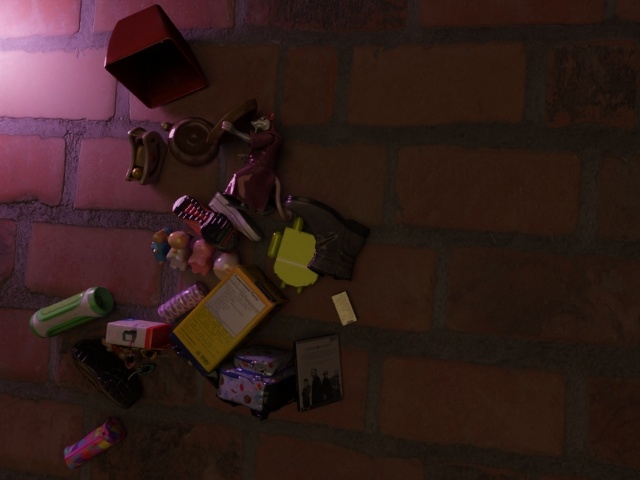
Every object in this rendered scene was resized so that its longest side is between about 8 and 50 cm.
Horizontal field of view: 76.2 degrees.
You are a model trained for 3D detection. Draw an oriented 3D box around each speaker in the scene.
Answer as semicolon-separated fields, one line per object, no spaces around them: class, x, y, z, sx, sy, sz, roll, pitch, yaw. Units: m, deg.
speaker;-0.980;0.285;1.610;0.297;0.131;0.131;-22;84;7

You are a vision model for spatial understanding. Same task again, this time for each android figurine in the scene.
android figurine;-0.070;0.055;1.495;0.248;0.056;0.272;15;88;2

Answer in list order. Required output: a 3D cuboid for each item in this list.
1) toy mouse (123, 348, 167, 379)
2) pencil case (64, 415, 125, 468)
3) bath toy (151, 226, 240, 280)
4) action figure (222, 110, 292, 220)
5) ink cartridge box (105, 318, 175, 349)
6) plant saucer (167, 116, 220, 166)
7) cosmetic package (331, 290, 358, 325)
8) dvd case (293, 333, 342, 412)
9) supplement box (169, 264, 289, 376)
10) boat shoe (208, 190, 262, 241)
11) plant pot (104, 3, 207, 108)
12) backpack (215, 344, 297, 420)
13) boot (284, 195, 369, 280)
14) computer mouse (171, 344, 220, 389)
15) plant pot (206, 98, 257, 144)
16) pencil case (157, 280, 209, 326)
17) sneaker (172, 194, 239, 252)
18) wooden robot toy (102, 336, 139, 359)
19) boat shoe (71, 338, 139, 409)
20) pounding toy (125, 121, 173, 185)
toy mouse;-0.702;0.471;1.577;0.161;0.031;0.143;32;91;-28
pencil case;-0.880;0.788;1.585;0.236;0.104;0.104;-36;82;7
bath toy;-0.456;0.046;1.543;0.348;0.151;0.129;15;47;11
action figure;-0.205;-0.278;1.449;0.276;0.248;0.370;18;93;9
ink cartridge box;-0.668;0.355;1.551;0.231;0.134;0.077;5;88;9
plant saucer;-0.489;-0.387;1.574;0.199;0.036;0.198;1;86;-11
cosmetic package;0.088;0.245;1.479;0.060;0.041;0.115;-21;84;7
dvd case;-0.007;0.460;1.436;0.179;0.030;0.238;-2;85;-33
supplement box;-0.319;0.277;1.466;0.356;0.195;0.194;-45;80;5
boat shoe;-0.323;-0.075;1.545;0.084;0.095;0.258;-47;71;8
plant pot;-0.625;-0.711;1.548;0.267;0.267;0.235;-18;71;8
backpack;-0.222;0.478;1.416;0.264;0.276;0.213;-4;81;22
boot;0.000;0.000;1.401;0.338;0.118;0.222;25;82;-15
computer mouse;-0.427;0.450;1.491;0.262;0.184;0.060;42;76;10
plant pot;-0.314;-0.422;1.486;0.236;0.236;0.032;-40;96;5
pencil case;-0.518;0.238;1.562;0.206;0.086;0.088;-32;106;8
sneaker;-0.402;-0.054;1.515;0.314;0.136;0.116;36;79;22
wooden robot toy;-0.786;0.435;1.603;0.173;0.076;0.079;9;100;10
boat shoe;-0.840;0.527;1.593;0.324;0.122;0.120;43;126;9
pounding toy;-0.640;-0.339;1.570;0.155;0.154;0.269;17;91;10
